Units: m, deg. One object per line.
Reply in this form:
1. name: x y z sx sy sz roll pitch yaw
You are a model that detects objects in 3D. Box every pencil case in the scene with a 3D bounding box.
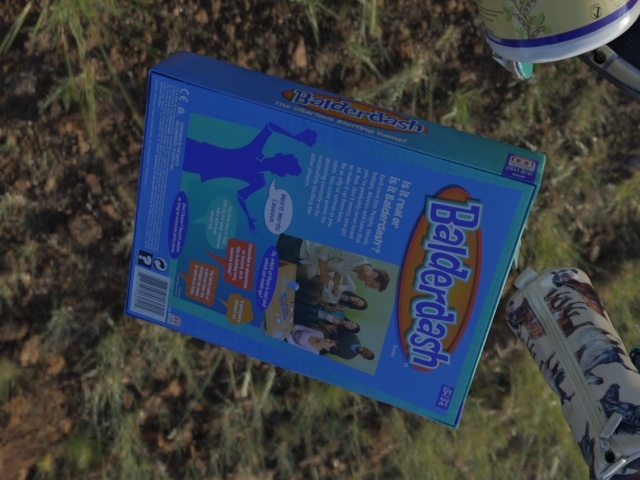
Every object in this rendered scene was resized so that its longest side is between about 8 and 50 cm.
1. pencil case: 0.436 0.224 1.482 0.160 0.410 0.183 -33 134 14

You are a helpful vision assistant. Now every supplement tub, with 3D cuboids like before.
1. supplement tub: 0.321 -0.455 1.335 0.241 0.241 0.331 -21 121 7

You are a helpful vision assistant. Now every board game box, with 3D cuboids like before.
1. board game box: 0.000 0.000 0.516 0.210 0.047 0.160 18 119 10

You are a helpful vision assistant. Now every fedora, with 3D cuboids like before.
1. fedora: 0.547 -0.375 1.590 0.334 0.334 0.152 13 128 -30

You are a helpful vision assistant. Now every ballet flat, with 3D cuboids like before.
1. ballet flat: 0.370 -0.392 1.830 0.067 0.073 0.206 9 157 29

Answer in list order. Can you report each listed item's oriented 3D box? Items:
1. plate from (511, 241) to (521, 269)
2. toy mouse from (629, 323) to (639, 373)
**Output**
1. plate: 0.281 -0.045 1.444 0.024 0.188 0.188 -20 141 6
2. toy mouse: 0.605 0.208 1.638 0.031 0.143 0.161 -12 152 -41
